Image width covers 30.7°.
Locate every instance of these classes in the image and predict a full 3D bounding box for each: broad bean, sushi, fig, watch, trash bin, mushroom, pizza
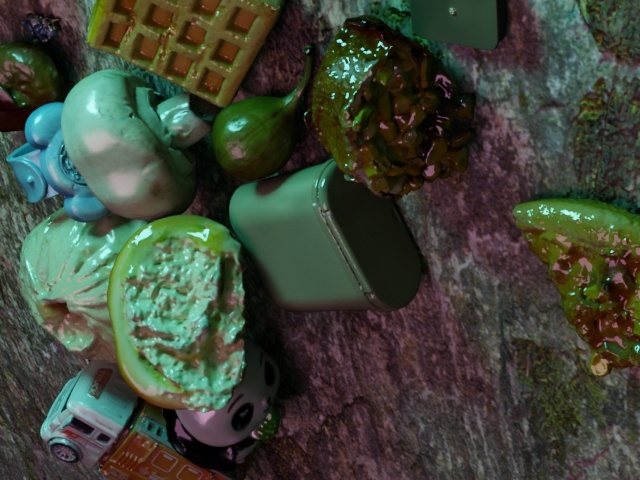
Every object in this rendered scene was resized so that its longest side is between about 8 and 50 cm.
[{"bbox_3d":[-0.532,-0.265,2.032,0.229,0.122,0.156,-18,109,52],"label":"broad bean"},{"bbox_3d":[0.088,-0.169,1.513,0.179,0.167,0.296,42,139,45],"label":"sushi"},{"bbox_3d":[-0.066,-0.191,1.694,0.124,0.124,0.236,43,116,8],"label":"fig"},{"bbox_3d":[-0.430,-0.144,2.005,0.193,0.211,0.210,6,126,58],"label":"watch"},{"bbox_3d":[0.000,0.000,1.754,0.247,0.121,0.243,-7,116,49],"label":"trash bin"},{"bbox_3d":[-0.269,-0.164,1.827,0.253,0.234,0.260,67,-171,26],"label":"mushroom"},{"bbox_3d":[0.394,0.042,1.451,0.258,0.087,0.268,-20,104,46],"label":"pizza"}]

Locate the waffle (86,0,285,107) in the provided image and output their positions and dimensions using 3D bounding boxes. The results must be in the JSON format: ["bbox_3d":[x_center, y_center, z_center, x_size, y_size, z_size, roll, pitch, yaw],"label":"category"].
[{"bbox_3d":[-0.197,-0.317,1.655,0.248,0.055,0.221,26,139,-8],"label":"waffle"}]

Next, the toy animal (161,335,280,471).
[{"bbox_3d":[-0.167,0.285,2.066,0.212,0.212,0.266,42,147,9],"label":"toy animal"}]

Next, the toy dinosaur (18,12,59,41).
[{"bbox_3d":[-0.475,-0.362,1.970,0.083,0.030,0.047,9,125,37],"label":"toy dinosaur"}]

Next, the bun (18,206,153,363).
[{"bbox_3d":[-0.407,0.084,2.113,0.353,0.227,0.348,29,139,26],"label":"bun"}]

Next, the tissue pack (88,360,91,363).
[{"bbox_3d":[-0.412,0.257,2.357,0.091,0.103,0.170,19,133,22],"label":"tissue pack"}]

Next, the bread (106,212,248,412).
[{"bbox_3d":[-0.236,0.115,1.853,0.270,0.212,0.315,176,97,-77],"label":"bread"}]

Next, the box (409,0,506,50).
[{"bbox_3d":[0.169,-0.286,1.430,0.126,0.031,0.091,16,131,34],"label":"box"}]

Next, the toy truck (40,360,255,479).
[{"bbox_3d":[-0.323,0.380,2.242,0.388,0.173,0.207,31,134,-11],"label":"toy truck"}]
